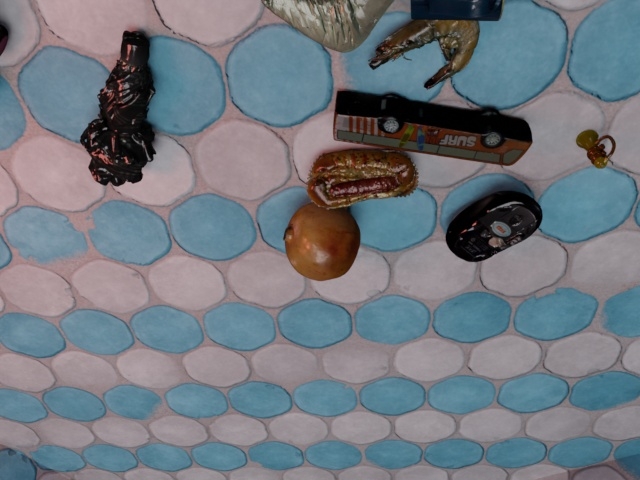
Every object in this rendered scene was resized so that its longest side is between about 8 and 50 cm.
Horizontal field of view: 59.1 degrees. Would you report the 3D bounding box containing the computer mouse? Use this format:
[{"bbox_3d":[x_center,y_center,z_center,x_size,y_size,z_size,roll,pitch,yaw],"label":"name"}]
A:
[{"bbox_3d":[0.403,-0.042,1.330,0.137,0.096,0.233,41,126,-22],"label":"computer mouse"}]

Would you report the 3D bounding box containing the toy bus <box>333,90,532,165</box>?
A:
[{"bbox_3d":[0.229,-0.235,1.175,0.408,0.093,0.092,8,139,-2],"label":"toy bus"}]

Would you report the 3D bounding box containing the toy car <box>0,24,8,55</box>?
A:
[{"bbox_3d":[-0.775,-0.346,1.046,0.271,0.240,0.341,26,131,-20],"label":"toy car"}]

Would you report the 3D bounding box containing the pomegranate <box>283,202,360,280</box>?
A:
[{"bbox_3d":[0.002,0.001,1.341,0.191,0.191,0.191,2,131,2],"label":"pomegranate"}]

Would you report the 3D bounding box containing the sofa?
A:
[{"bbox_3d":[0.041,-0.456,0.920,0.176,0.210,0.225,29,130,-19],"label":"sofa"}]

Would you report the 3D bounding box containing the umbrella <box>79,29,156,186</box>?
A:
[{"bbox_3d":[-0.397,-0.255,1.181,0.154,0.128,0.337,27,125,-16],"label":"umbrella"}]

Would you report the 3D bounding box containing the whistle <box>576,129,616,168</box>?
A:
[{"bbox_3d":[0.583,-0.191,1.179,0.057,0.109,0.046,-29,123,19],"label":"whistle"}]

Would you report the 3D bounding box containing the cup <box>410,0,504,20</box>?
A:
[{"bbox_3d":[0.229,-0.428,0.956,0.155,0.177,0.131,1,134,11],"label":"cup"}]

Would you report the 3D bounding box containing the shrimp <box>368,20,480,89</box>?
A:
[{"bbox_3d":[0.205,-0.363,1.095,0.217,0.051,0.150,-21,134,16],"label":"shrimp"}]

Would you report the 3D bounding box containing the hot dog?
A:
[{"bbox_3d":[0.092,-0.140,1.264,0.252,0.069,0.131,-4,103,5],"label":"hot dog"}]
